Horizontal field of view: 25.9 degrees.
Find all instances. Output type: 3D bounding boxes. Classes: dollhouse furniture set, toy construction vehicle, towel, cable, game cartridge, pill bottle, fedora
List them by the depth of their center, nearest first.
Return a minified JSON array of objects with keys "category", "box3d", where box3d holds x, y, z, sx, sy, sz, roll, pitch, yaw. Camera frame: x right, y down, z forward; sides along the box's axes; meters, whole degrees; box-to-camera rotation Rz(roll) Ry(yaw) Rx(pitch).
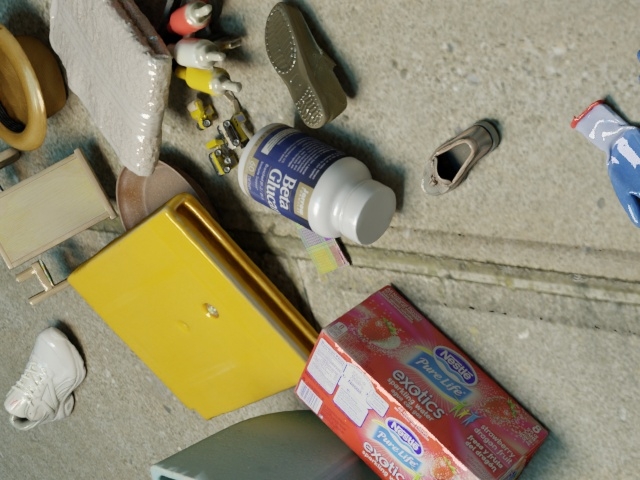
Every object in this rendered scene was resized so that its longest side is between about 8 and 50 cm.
[{"category":"pill bottle","box3d":[-0.002,-0.059,1.545,0.169,0.094,0.094,28,133,33]},{"category":"towel","box3d":[0.000,0.000,1.652,0.060,0.009,0.083,-21,98,53]},{"category":"cable","box3d":[-0.191,-0.231,1.654,0.287,0.072,0.139,-2,110,49]},{"category":"toy construction vehicle","box3d":[-0.117,-0.134,1.676,0.098,0.035,0.086,63,153,-2]},{"category":"towel","box3d":[-0.263,-0.234,1.697,0.282,0.049,0.187,54,146,32]},{"category":"game cartridge","box3d":[-0.165,0.097,1.824,0.285,0.053,0.323,48,146,-10]},{"category":"fedora","box3d":[-0.405,-0.218,1.893,0.194,0.079,0.194,29,131,40]},{"category":"dollhouse furniture set","box3d":[-0.389,-0.038,1.977,0.212,0.161,0.242,62,170,-4]}]

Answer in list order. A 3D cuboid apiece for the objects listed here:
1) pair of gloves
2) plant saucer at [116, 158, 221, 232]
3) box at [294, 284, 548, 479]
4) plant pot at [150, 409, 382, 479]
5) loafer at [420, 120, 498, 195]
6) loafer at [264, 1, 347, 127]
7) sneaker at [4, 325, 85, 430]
[{"category":"pair of gloves","box3d":[0.312,-0.092,1.236,0.159,0.023,0.198,50,142,10]},{"category":"plant saucer","box3d":[-0.190,-0.025,1.823,0.198,0.036,0.198,27,132,34]},{"category":"box","box3d":[0.110,0.193,1.569,0.257,0.122,0.128,43,140,19]},{"category":"plant pot","box3d":[-0.009,0.336,1.693,0.247,0.252,0.248,7,120,46]},{"category":"loafer","box3d":[0.133,-0.080,1.426,0.045,0.039,0.125,53,142,6]},{"category":"loafer","box3d":[-0.016,-0.190,1.510,0.056,0.050,0.148,-32,74,49]},{"category":"sneaker","box3d":[-0.446,0.232,2.215,0.090,0.115,0.232,40,139,22]}]
